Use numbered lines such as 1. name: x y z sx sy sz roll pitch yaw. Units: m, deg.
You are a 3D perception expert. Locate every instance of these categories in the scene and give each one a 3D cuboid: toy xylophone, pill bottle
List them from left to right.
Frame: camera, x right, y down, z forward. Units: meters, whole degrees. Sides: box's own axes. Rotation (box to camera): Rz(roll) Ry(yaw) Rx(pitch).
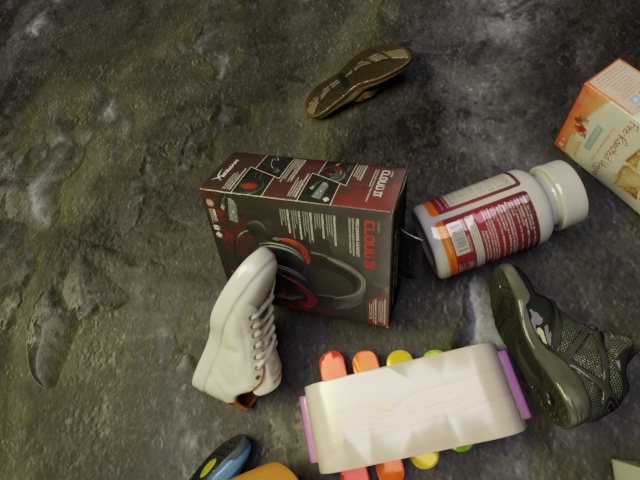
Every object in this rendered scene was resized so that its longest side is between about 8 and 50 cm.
1. toy xylophone: 0.123 0.259 0.580 0.324 0.081 0.235 -8 68 10
2. pill bottle: 0.261 -0.033 0.636 0.222 0.121 0.121 -20 66 5

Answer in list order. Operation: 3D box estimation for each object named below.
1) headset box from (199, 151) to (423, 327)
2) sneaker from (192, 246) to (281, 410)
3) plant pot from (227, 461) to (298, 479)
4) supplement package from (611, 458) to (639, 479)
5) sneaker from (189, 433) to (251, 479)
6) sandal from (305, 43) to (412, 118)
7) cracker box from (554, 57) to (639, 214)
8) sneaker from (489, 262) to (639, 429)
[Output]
1. headset box: 0.000 0.000 0.624 0.294 0.217 0.110 9 42 16
2. sneaker: -0.092 0.138 0.613 0.123 0.289 0.106 30 36 9
3. plant pot: -0.102 0.382 0.515 0.188 0.205 0.205 -20 59 -38
4. supplement package: 0.475 0.319 0.443 0.245 0.134 0.138 0 70 13
5. sneaker: -0.164 0.385 0.620 0.082 0.069 0.209 44 75 -6
6. sandal: 0.073 -0.298 0.822 0.220 0.060 0.089 -32 59 16
7. cracker box: 0.463 -0.123 0.602 0.067 0.155 0.232 -37 65 -2
8. sneaker: 0.328 0.127 0.585 0.131 0.087 0.227 -10 52 -11
